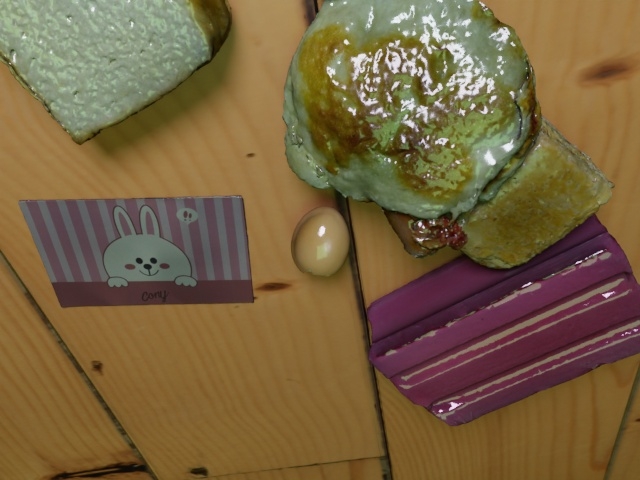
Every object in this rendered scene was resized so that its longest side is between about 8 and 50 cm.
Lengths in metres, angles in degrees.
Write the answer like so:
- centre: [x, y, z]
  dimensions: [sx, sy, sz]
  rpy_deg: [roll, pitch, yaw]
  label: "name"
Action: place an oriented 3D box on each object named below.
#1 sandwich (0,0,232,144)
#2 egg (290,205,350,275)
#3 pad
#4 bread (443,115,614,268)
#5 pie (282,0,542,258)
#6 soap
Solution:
- centre: [-0.235, -0.247, 0.513]
  dimensions: [0.226, 0.087, 0.251]
  rpy_deg: [-24, 127, 18]
  label: "sandwich"
- centre: [0.000, 0.000, 0.718]
  dimensions: [0.080, 0.080, 0.096]
  rpy_deg: [0, 116, -2]
  label: "egg"
- centre: [-0.252, 0.022, 0.773]
  dimensions: [0.300, 0.005, 0.202]
  rpy_deg: [-1, 128, -1]
  label: "pad"
- centre: [0.238, -0.052, 0.672]
  dimensions: [0.138, 0.102, 0.196]
  rpy_deg: [34, 121, -22]
  label: "bread"
- centre: [0.092, -0.136, 0.576]
  dimensions: [0.274, 0.105, 0.257]
  rpy_deg: [35, 120, 1]
  label: "pie"
- centre: [0.276, 0.126, 0.795]
  dimensions: [0.360, 0.128, 0.233]
  rpy_deg: [-30, 122, 19]
  label: "soap"
